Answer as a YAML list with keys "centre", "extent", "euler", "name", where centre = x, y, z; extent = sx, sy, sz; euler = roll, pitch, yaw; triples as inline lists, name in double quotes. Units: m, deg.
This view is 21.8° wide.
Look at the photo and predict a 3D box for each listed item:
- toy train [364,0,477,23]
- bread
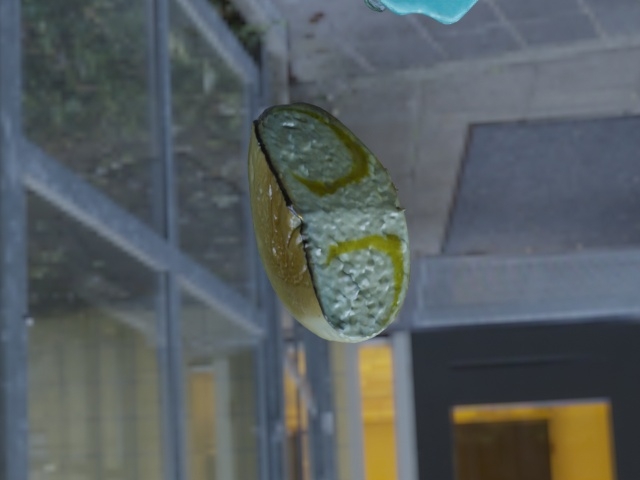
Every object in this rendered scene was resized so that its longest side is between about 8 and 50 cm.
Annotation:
- centre: [0.038, -0.213, 0.842]
  extent: [0.163, 0.203, 0.112]
  euler: [-47, -170, 13]
  name: "toy train"
- centre: [0.000, 0.000, 1.053]
  extent: [0.083, 0.157, 0.094]
  euler: [-8, 147, -35]
  name: "bread"
